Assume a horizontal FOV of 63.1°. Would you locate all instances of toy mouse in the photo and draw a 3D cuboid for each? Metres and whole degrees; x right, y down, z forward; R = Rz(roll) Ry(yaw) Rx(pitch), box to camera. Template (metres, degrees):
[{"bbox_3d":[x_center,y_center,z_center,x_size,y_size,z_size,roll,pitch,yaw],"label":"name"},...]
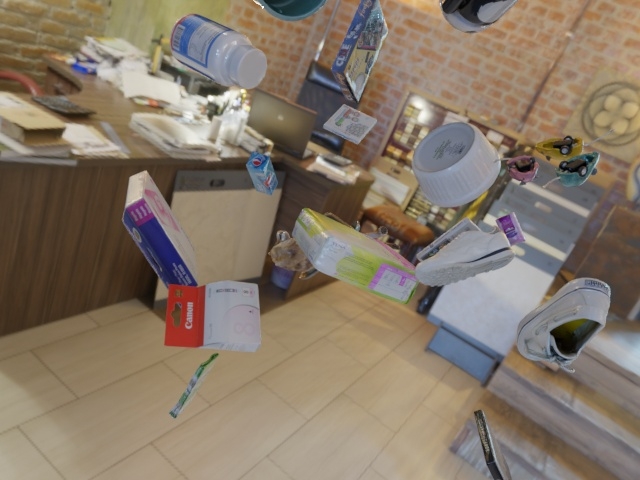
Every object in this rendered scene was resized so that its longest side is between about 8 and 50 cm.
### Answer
[{"bbox_3d":[0.317,-0.097,0.718,0.161,0.031,0.143,-3,34,29],"label":"toy mouse"}]

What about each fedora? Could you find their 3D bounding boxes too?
[{"bbox_3d":[0.000,0.000,2.122,0.152,0.334,0.334,47,21,-5],"label":"fedora"}]

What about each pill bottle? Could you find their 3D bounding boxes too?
[{"bbox_3d":[-0.232,-0.430,1.202,0.221,0.124,0.124,33,24,25],"label":"pill bottle"}]

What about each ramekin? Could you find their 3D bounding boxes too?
[{"bbox_3d":[0.323,-0.195,1.281,0.109,0.207,0.207,46,6,-37],"label":"ramekin"}]

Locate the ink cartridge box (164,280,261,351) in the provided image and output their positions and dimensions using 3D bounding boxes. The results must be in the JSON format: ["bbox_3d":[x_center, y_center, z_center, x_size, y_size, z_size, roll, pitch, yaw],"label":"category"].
[{"bbox_3d":[-0.273,0.189,1.348,0.232,0.066,0.189,12,48,-24],"label":"ink cartridge box"}]

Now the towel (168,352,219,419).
[{"bbox_3d":[-0.306,0.347,1.263,0.023,0.152,0.113,31,6,3],"label":"towel"}]

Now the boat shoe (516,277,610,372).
[{"bbox_3d":[0.584,0.248,1.272,0.135,0.367,0.156,20,56,2],"label":"boat shoe"}]

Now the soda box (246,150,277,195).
[{"bbox_3d":[-0.223,-0.255,2.009,0.071,0.067,0.210,19,-18,12],"label":"soda box"}]

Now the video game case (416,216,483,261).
[{"bbox_3d":[0.384,0.030,1.458,0.190,0.173,0.022,31,26,-43],"label":"video game case"}]

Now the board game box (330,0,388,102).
[{"bbox_3d":[0.115,-0.539,1.475,0.042,0.243,0.165,20,-8,22],"label":"board game box"}]

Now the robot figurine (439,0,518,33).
[{"bbox_3d":[0.404,-0.617,1.238,0.209,0.174,0.278,11,-17,-18],"label":"robot figurine"}]

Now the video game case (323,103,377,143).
[{"bbox_3d":[0.109,-0.423,1.890,0.143,0.019,0.157,28,52,13],"label":"video game case"}]

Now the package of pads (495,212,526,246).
[{"bbox_3d":[0.496,-0.027,1.359,0.032,0.050,0.083,7,61,-61],"label":"package of pads"}]

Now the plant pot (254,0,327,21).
[{"bbox_3d":[-0.165,-0.814,1.427,0.334,0.341,0.341,34,23,35],"label":"plant pot"}]

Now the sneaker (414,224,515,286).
[{"bbox_3d":[0.317,0.034,1.185,0.235,0.090,0.095,-13,64,-10],"label":"sneaker"}]

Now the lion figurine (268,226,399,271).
[{"bbox_3d":[0.041,0.037,1.729,0.392,0.240,0.142,8,70,-25],"label":"lion figurine"}]

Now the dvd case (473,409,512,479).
[{"bbox_3d":[0.477,0.603,1.401,0.239,0.029,0.179,61,16,-21],"label":"dvd case"}]

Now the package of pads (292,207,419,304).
[{"bbox_3d":[0.089,0.041,1.320,0.296,0.101,0.229,23,12,-24],"label":"package of pads"}]

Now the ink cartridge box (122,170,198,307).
[{"bbox_3d":[-0.465,-0.011,1.552,0.071,0.324,0.330,-26,31,-3],"label":"ink cartridge box"}]
